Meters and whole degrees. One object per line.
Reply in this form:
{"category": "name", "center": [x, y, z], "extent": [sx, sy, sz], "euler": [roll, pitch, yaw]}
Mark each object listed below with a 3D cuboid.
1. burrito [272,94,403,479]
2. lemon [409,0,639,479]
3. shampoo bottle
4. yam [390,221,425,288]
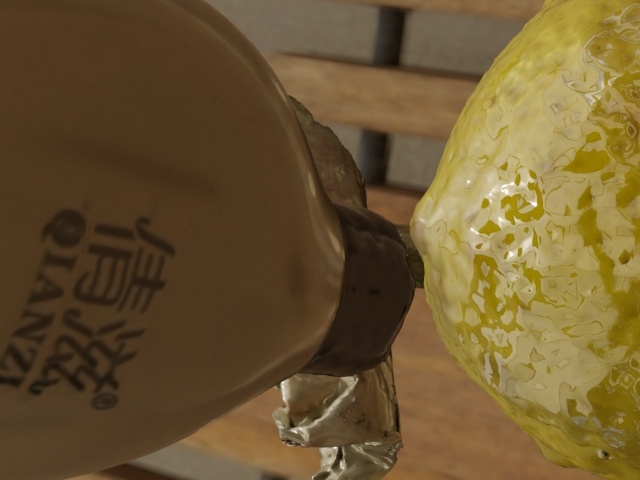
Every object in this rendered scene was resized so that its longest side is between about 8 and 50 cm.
{"category": "burrito", "center": [-0.005, 0.010, 0.577], "extent": [0.055, 0.041, 0.149], "euler": [32, -146, -42]}
{"category": "lemon", "center": [0.242, -0.018, 1.159], "extent": [0.349, 0.350, 0.387], "euler": [13, -67, -55]}
{"category": "shampoo bottle", "center": [-0.089, -0.007, 0.377], "extent": [0.256, 0.078, 0.127], "euler": [10, -70, -37]}
{"category": "yam", "center": [0.000, 0.000, 1.500], "extent": [0.061, 0.252, 0.061], "euler": [-170, 90, -83]}
